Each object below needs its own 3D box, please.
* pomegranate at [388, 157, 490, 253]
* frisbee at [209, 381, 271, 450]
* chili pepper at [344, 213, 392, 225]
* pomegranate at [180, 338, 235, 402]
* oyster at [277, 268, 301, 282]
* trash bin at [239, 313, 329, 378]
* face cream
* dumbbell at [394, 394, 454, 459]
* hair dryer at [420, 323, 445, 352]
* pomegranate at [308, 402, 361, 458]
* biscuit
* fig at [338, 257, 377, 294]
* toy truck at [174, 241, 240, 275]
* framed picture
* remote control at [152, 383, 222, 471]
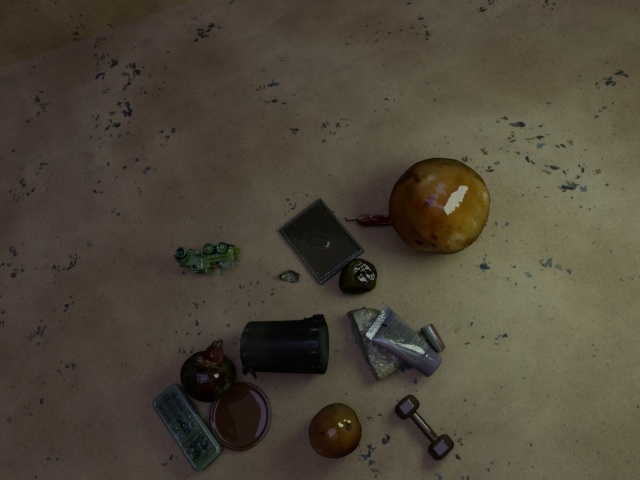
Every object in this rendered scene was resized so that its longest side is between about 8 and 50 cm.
[{"bbox_3d":[0.461,-0.114,1.832,0.410,0.410,0.410,-4,71,10],"label":"pomegranate"},{"bbox_3d":[-0.310,0.676,1.873,0.251,0.021,0.251,-4,70,11],"label":"frisbee"},{"bbox_3d":[0.232,-0.085,2.014,0.268,0.059,0.050,-1,109,8],"label":"chili pepper"},{"bbox_3d":[-0.416,0.484,1.841,0.214,0.214,0.248,28,108,19],"label":"pomegranate"},{"bbox_3d":[-0.128,0.145,2.013,0.093,0.034,0.051,16,91,5],"label":"oyster"},{"bbox_3d":[-0.131,0.399,1.838,0.301,0.203,0.252,-3,52,11],"label":"trash bin"},{"bbox_3d":[0.305,0.374,1.760,0.274,0.096,0.154,40,62,4],"label":"face cream"},{"bbox_3d":[0.363,0.655,1.711,0.082,0.092,0.231,-29,66,-30],"label":"dumbbell"},{"bbox_3d":[0.377,0.392,1.825,0.154,0.054,0.106,-30,73,11],"label":"hair dryer"},{"bbox_3d":[0.048,0.672,1.715,0.191,0.191,0.191,-4,71,10],"label":"pomegranate"},{"bbox_3d":[0.221,0.365,1.837,0.179,0.084,0.281,-27,69,-2],"label":"biscuit"},{"bbox_3d":[0.146,0.146,1.914,0.166,0.154,0.144,-34,81,31],"label":"fig"},{"bbox_3d":[-0.482,0.083,2.060,0.259,0.128,0.135,-3,84,10],"label":"toy truck"},{"bbox_3d":[0.000,0.000,2.043,0.232,0.024,0.315,-37,69,-3],"label":"framed picture"},{"bbox_3d":[-0.514,0.716,1.875,0.128,0.065,0.335,-41,68,-6],"label":"remote control"}]
